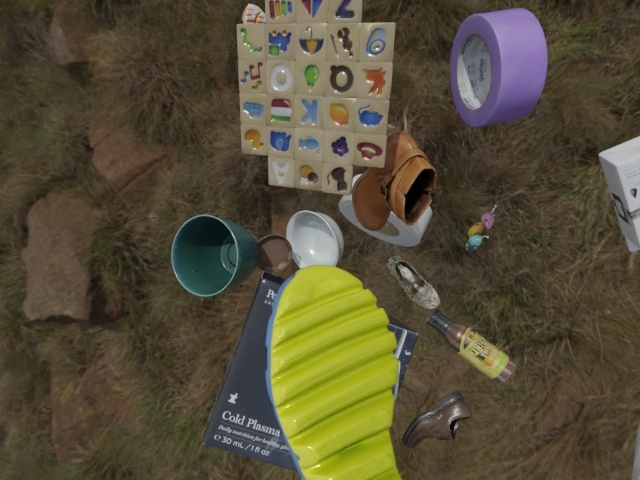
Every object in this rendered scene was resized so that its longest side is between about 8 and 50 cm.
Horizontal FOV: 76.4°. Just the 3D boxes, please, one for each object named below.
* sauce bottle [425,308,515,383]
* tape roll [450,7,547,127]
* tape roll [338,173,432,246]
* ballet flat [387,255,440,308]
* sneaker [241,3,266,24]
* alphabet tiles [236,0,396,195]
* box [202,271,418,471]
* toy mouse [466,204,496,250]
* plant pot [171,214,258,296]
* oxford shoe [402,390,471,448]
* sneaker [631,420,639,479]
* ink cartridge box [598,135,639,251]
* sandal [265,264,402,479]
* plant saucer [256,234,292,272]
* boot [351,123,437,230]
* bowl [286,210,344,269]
[{"bbox_3d":[0.553,0.388,1.526,0.344,0.111,0.111,36,107,10],"label":"sauce bottle"},{"bbox_3d":[0.309,-0.305,0.729,0.080,0.189,0.189,-10,94,-5],"label":"tape roll"},{"bbox_3d":[0.204,-0.091,1.292,0.286,0.286,0.100,26,76,14],"label":"tape roll"},{"bbox_3d":[0.322,0.151,1.401,0.241,0.077,0.091,44,90,0],"label":"ballet flat"},{"bbox_3d":[-0.181,-0.510,1.083,0.083,0.084,0.215,8,105,47],"label":"sneaker"},{"bbox_3d":[-0.017,-0.256,0.720,0.285,0.011,0.343,9,112,18],"label":"alphabet tiles"},{"bbox_3d":[-0.033,0.399,1.240,0.479,0.297,0.472,20,87,-7],"label":"box"},{"bbox_3d":[0.450,-0.027,1.150,0.031,0.143,0.161,30,110,6],"label":"toy mouse"},{"bbox_3d":[-0.377,0.056,1.564,0.293,0.235,0.293,0,89,21],"label":"plant pot"},{"bbox_3d":[0.330,0.535,1.160,0.227,0.083,0.096,-44,46,13],"label":"oxford shoe"},{"bbox_3d":[0.326,0.265,0.370,0.094,0.091,0.258,0,83,59],"label":"sneaker"},{"bbox_3d":[0.481,-0.060,0.571,0.104,0.060,0.180,-25,110,21],"label":"ink cartridge box"},{"bbox_3d":[0.011,0.182,0.384,0.126,0.138,0.317,-5,77,-21],"label":"sandal"},{"bbox_3d":[-0.200,0.051,1.697,0.168,0.029,0.168,-6,112,-16],"label":"plant saucer"},{"bbox_3d":[0.164,-0.092,0.892,0.109,0.220,0.283,-1,127,-19],"label":"boot"},{"bbox_3d":[0.000,0.000,1.768,0.297,0.134,0.298,18,117,38],"label":"bowl"}]
